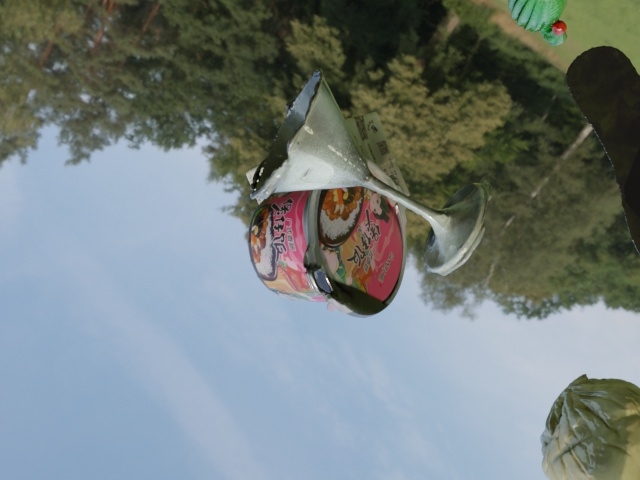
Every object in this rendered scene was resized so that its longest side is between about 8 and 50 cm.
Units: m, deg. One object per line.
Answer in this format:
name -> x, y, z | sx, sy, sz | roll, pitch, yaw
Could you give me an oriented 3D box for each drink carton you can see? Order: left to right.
drink carton -> 0.005, -0.120, 1.453 | 0.132, 0.325, 0.194 | -26, -87, -46

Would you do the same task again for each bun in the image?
bun -> 0.450, 0.320, 1.123 | 0.145, 0.229, 0.229 | 35, -158, 6

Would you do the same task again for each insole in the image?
insole -> 0.305, -0.064, 0.631 | 0.253, 0.086, 0.005 | 64, 178, -2

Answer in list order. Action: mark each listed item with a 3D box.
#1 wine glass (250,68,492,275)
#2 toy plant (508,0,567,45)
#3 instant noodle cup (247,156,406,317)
wine glass -> 0.046, -0.051, 0.572 | 0.183, 0.122, 0.122 | 26, -156, -15
toy plant -> 0.355, -0.419, 1.132 | 0.240, 0.088, 0.154 | 32, -154, -60
instant noodle cup -> 0.000, 0.000, 1.113 | 0.302, 0.182, 0.258 | -27, -76, -50
